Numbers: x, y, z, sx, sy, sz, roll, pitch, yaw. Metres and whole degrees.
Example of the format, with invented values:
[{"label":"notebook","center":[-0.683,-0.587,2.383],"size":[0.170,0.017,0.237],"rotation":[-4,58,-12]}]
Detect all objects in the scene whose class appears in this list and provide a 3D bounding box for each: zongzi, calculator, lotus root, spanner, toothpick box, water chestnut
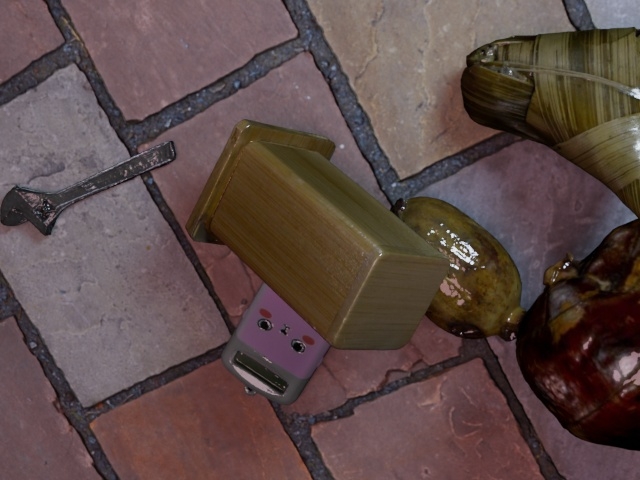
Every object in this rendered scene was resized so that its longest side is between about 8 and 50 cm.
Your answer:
[{"label":"zongzi","center":[0.311,-0.131,1.370],"size":[0.286,0.134,0.288],"rotation":[-2,63,21]},{"label":"calculator","center":[-0.053,0.140,1.646],"size":[0.141,0.045,0.246],"rotation":[34,111,5]},{"label":"lotus root","center":[0.189,0.047,1.511],"size":[0.260,0.128,0.145],"rotation":[41,101,1]},{"label":"spanner","center":[-0.361,-0.084,1.685],"size":[0.325,0.026,0.093],"rotation":[-22,97,18]},{"label":"toothpick box","center":[0.000,0.000,1.448],"size":[0.308,0.187,0.190],"rotation":[42,112,38]},{"label":"water chestnut","center":[0.436,0.143,1.361],"size":[0.335,0.335,0.347],"rotation":[-39,77,21]}]
